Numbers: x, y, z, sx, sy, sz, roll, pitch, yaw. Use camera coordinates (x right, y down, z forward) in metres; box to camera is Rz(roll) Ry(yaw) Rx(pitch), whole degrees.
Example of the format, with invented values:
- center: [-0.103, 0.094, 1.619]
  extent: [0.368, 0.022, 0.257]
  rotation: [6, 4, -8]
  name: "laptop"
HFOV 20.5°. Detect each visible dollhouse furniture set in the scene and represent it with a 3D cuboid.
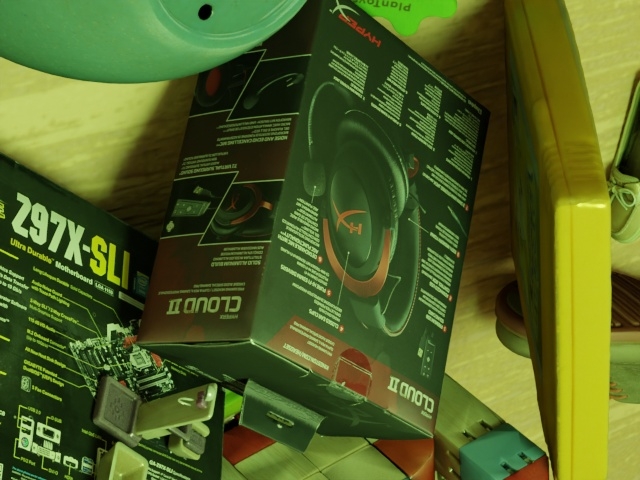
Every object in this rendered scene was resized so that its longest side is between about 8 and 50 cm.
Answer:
- center: [-0.093, 0.148, 1.147]
  extent: [0.091, 0.081, 0.114]
  rotation: [41, 44, -39]
  name: "dollhouse furniture set"

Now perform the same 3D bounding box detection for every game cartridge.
- center: [0.180, -0.005, 1.368]
  extent: [0.052, 0.324, 0.285]
  rotation: [-3, 125, 4]
  name: "game cartridge"

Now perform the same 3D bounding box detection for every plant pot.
- center: [-0.100, -0.213, 1.073]
  extent: [0.290, 0.195, 0.290]
  rotation: [-20, 127, -29]
  name: "plant pot"

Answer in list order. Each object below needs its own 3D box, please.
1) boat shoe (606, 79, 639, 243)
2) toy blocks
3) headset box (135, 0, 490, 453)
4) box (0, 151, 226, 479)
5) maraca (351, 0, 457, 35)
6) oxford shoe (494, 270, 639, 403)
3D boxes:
- center: [0.281, -0.072, 1.579]
  extent: [0.048, 0.056, 0.153]
  rotation: [9, 109, -32]
  name: "boat shoe"
- center: [-0.004, 0.205, 1.369]
  extent: [0.381, 0.261, 0.191]
  rotation: [-25, 130, -25]
  name: "toy blocks"
- center: [0.000, 0.000, 1.257]
  extent: [0.218, 0.110, 0.293]
  rotation: [31, 63, -46]
  name: "headset box"
- center: [-0.189, 0.095, 1.174]
  extent: [0.079, 0.257, 0.322]
  rotation: [-19, 148, 32]
  name: "box"
- center: [0.051, -0.213, 1.205]
  extent: [0.127, 0.099, 0.186]
  rotation: [9, 137, 0]
  name: "maraca"
- center: [0.282, 0.102, 1.643]
  extent: [0.348, 0.123, 0.130]
  rotation: [3, 119, -39]
  name: "oxford shoe"
